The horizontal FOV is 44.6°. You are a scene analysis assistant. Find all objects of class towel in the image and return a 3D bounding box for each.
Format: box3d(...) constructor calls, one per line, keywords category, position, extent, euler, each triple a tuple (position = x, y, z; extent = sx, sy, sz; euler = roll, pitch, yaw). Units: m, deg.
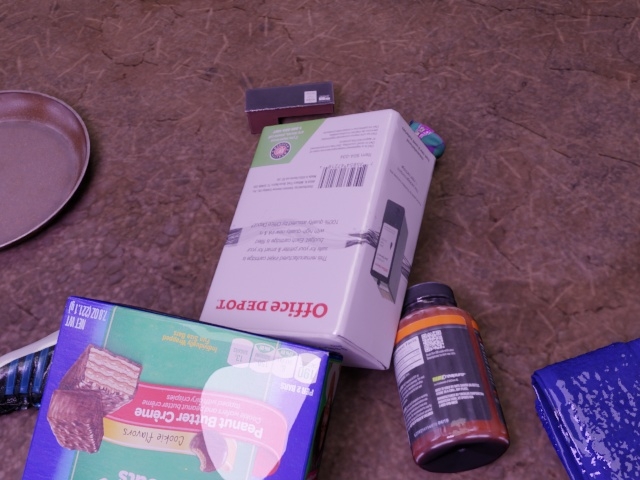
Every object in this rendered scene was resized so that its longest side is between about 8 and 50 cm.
box3d(category="towel", position=(0.403, 0.199, 0.824), extent=(0.308, 0.076, 0.228), euler=(-17, 62, -7))

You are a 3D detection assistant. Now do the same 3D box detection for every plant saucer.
box3d(category="plant saucer", position=(-0.480, -0.093, 1.130), extent=(0.310, 0.050, 0.311), euler=(-3, 55, 4))

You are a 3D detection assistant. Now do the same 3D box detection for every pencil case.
box3d(category="pencil case", position=(0.096, -0.100, 1.062), extent=(0.151, 0.070, 0.064), euler=(-39, 60, -19))

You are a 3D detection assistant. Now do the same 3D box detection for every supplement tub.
box3d(category="supplement tub", position=(0.135, 0.146, 0.863), extent=(0.105, 0.106, 0.198), euler=(-8, 54, 0))

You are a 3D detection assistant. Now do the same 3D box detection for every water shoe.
box3d(category="water shoe", position=(-0.330, 0.167, 0.916), extent=(0.203, 0.073, 0.080), euler=(-32, 60, -15))

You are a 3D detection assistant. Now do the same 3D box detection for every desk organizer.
box3d(category="desk organizer", position=(-0.044, -0.196, 1.155), extent=(0.130, 0.050, 0.047), euler=(-5, 55, 2))

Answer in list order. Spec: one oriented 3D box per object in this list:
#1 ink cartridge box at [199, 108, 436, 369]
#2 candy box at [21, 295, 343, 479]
box3d(category="ink cartridge box", position=(0.000, 0.000, 0.908), extent=(0.198, 0.114, 0.273), euler=(-1, 63, 36))
box3d(category="candy box", position=(-0.142, 0.235, 0.751), extent=(0.268, 0.122, 0.317), euler=(10, 83, 12))
